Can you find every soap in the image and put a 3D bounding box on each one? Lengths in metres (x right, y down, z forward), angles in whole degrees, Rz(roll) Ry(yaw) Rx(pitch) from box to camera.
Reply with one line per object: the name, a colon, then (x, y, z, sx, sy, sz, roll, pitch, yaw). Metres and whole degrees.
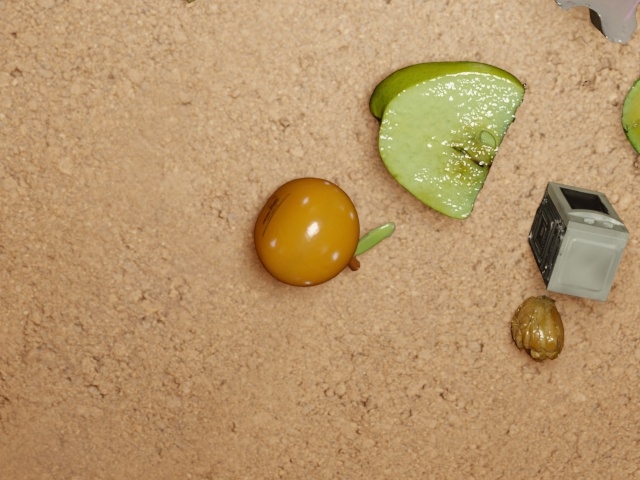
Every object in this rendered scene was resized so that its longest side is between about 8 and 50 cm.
soap: (0.493, -0.471, 1.639, 0.159, 0.302, 0.258, 35, 111, -5)

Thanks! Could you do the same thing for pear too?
pear: (0.211, -0.205, 1.836, 0.292, 0.159, 0.292, 1, 110, 1)

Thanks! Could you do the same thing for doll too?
doll: (0.000, 0.000, 1.915, 0.236, 0.213, 0.213, 30, 112, -23)

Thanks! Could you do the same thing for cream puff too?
cream puff: (0.431, 0.176, 2.023, 0.104, 0.119, 0.133, -16, 86, 27)

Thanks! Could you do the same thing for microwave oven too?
microwave oven: (0.471, -0.001, 1.886, 0.122, 0.208, 0.162, 12, 114, -4)

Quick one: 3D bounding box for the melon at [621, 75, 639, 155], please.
melon: (0.666, -0.237, 1.833, 0.265, 0.129, 0.169, -24, 133, 8)

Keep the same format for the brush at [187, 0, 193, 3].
brush: (-0.238, -0.540, 1.759, 0.103, 0.047, 0.233, -23, 111, 11)
